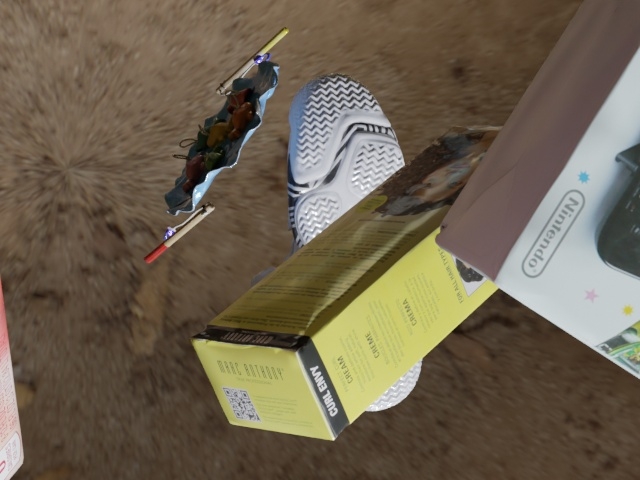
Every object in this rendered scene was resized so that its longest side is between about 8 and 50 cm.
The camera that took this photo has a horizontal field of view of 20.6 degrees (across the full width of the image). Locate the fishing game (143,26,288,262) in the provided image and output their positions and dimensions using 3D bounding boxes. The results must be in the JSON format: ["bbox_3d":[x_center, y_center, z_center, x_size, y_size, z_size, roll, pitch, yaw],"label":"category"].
[{"bbox_3d":[-0.106,-0.106,1.768,0.041,0.189,0.264,34,53,-17],"label":"fishing game"}]

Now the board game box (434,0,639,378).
[{"bbox_3d":[0.236,-0.007,0.722,0.303,0.097,0.224,32,92,-15],"label":"board game box"}]

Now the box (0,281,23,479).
[{"bbox_3d":[-0.215,0.008,0.626,0.142,0.154,0.300,18,133,18],"label":"box"}]

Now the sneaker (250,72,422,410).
[{"bbox_3d":[0.000,0.000,1.954,0.137,0.210,0.366,-13,98,-25],"label":"sneaker"}]

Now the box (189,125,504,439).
[{"bbox_3d":[0.042,0.015,0.953,0.232,0.087,0.058,-40,117,-35],"label":"box"}]
